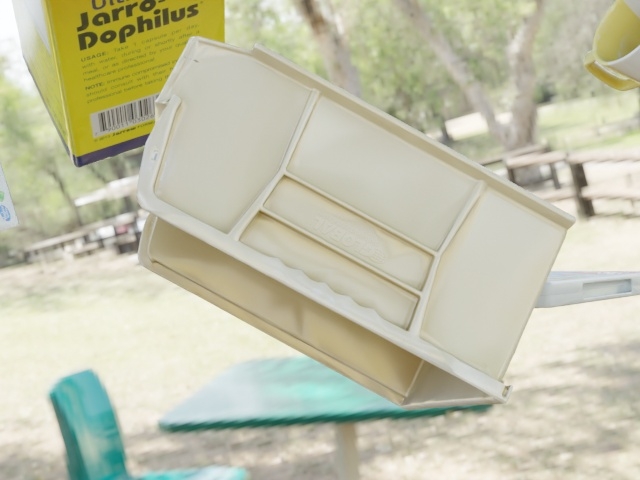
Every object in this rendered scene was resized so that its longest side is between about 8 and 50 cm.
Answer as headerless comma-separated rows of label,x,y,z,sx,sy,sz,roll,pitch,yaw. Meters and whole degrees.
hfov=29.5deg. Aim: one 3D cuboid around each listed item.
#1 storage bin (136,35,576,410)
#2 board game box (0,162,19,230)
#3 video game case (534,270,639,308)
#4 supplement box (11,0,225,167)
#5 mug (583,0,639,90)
storage bin,0.000,0.000,0.826,0.260,0.123,0.262,28,-11,-3
board game box,-0.220,-0.051,0.715,0.026,0.103,0.154,-19,6,-25
video game case,0.184,0.045,1.188,0.204,0.025,0.285,-1,0,33
supplement box,-0.226,-0.281,1.322,0.195,0.194,0.356,-21,-29,-17
mug,0.213,-0.123,0.772,0.064,0.062,0.078,29,3,-23
